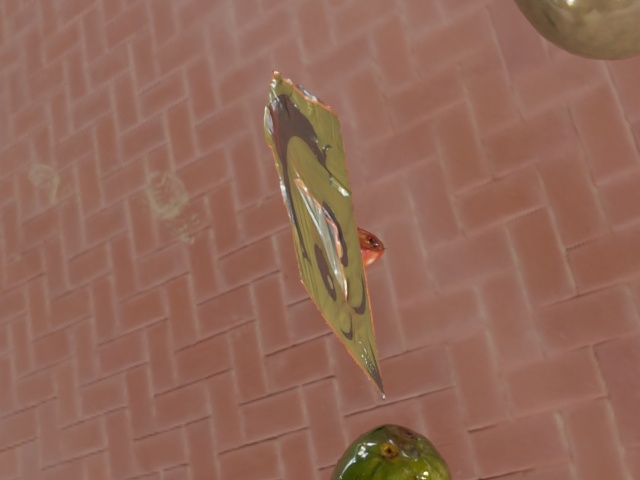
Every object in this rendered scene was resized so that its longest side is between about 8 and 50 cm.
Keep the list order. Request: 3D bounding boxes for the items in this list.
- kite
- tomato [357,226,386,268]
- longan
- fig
[{"bbox_3d":[0.002,-0.001,0.792,0.013,0.377,0.327,-17,68,-13],"label":"kite"},{"bbox_3d":[0.035,0.010,1.606,0.082,0.166,0.174,-64,11,13],"label":"tomato"},{"bbox_3d":[0.379,-0.411,1.074,0.288,0.288,0.350,3,103,36],"label":"longan"},{"bbox_3d":[0.099,0.402,1.279,0.195,0.195,0.245,47,142,33],"label":"fig"}]
